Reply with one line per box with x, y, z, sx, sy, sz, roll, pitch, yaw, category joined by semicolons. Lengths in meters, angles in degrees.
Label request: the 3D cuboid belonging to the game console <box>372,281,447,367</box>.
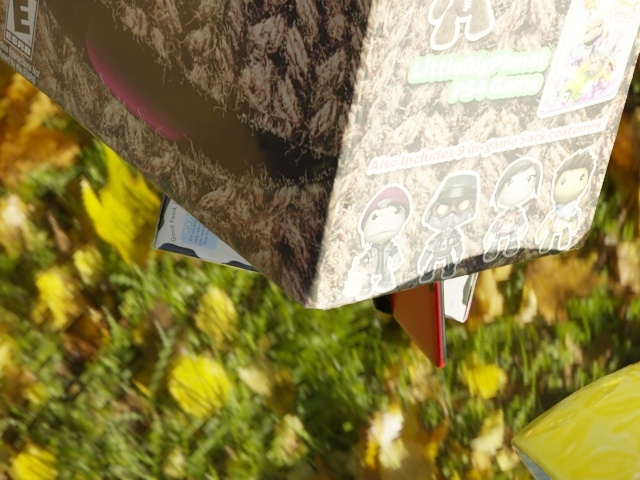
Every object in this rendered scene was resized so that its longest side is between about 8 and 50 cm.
0.071;-0.022;1.019;0.085;0.144;0.124;18;32;38;game console

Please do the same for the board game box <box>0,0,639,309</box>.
0.008;-0.162;0.685;0.141;0.291;0.232;-12;35;-38;board game box

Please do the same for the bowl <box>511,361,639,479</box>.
0.223;0.132;0.675;0.156;0.289;0.289;-42;71;-2;bowl

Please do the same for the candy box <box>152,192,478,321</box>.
0.000;0.000;1.378;0.233;0.159;0.071;13;90;0;candy box
